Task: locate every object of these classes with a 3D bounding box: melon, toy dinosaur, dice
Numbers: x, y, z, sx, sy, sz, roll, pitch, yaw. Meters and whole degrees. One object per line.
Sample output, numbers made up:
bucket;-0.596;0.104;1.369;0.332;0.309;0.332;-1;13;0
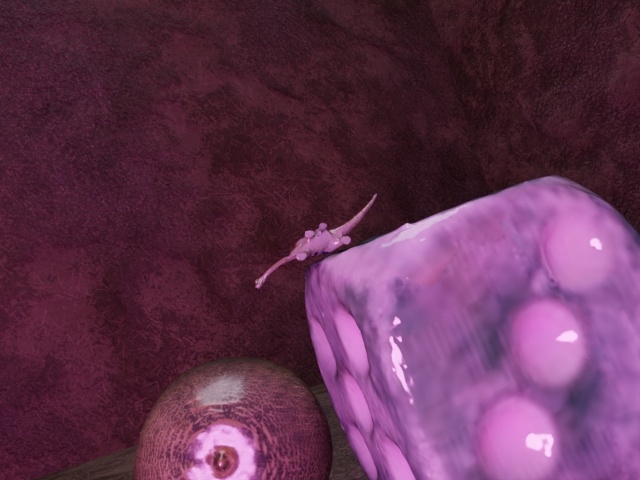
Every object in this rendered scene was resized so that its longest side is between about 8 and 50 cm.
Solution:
melon;-0.108;0.276;0.768;0.249;0.248;0.329;-14;-11;-6
toy dinosaur;0.002;-0.001;0.660;0.180;0.037;0.058;-27;5;-12
dice;0.184;0.124;0.708;0.328;0.348;0.330;-19;-8;-16
